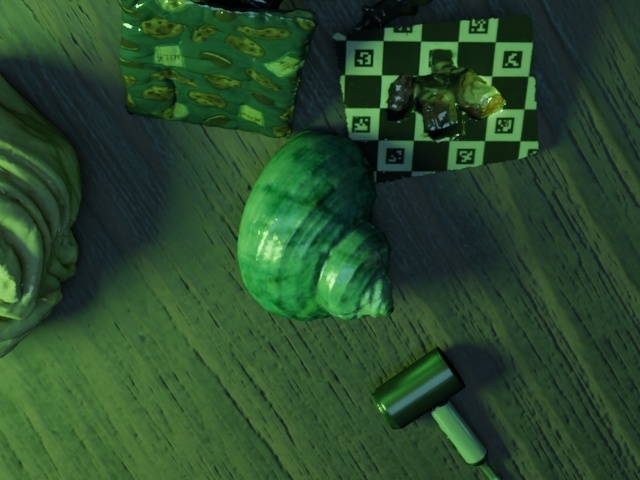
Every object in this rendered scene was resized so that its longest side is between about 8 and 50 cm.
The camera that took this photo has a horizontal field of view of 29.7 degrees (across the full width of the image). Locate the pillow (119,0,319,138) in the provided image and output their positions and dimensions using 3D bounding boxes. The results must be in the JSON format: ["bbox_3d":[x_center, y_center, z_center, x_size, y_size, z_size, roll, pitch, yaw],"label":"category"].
[{"bbox_3d":[-0.110,-0.173,1.229,0.189,0.255,0.034,6,70,-6],"label":"pillow"}]

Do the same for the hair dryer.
[{"bbox_3d":[0.153,0.224,1.412,0.100,0.057,0.197,-36,106,8],"label":"hair dryer"}]

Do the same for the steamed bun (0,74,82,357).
[{"bbox_3d":[-0.390,-0.009,1.266,0.276,0.203,0.289,44,99,-10],"label":"steamed bun"}]

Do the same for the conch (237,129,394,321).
[{"bbox_3d":[0.002,0.003,1.311,0.202,0.134,0.196,41,106,-7],"label":"conch"}]

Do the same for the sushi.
[{"bbox_3d":[0.129,-0.163,1.324,0.210,0.040,0.192,-7,124,4],"label":"sushi"}]

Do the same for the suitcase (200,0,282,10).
[{"bbox_3d":[-0.136,-0.387,1.194,0.335,0.152,0.229,34,85,-8],"label":"suitcase"}]

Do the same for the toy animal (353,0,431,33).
[{"bbox_3d":[0.090,-0.260,1.293,0.136,0.065,0.047,-27,101,17],"label":"toy animal"}]
